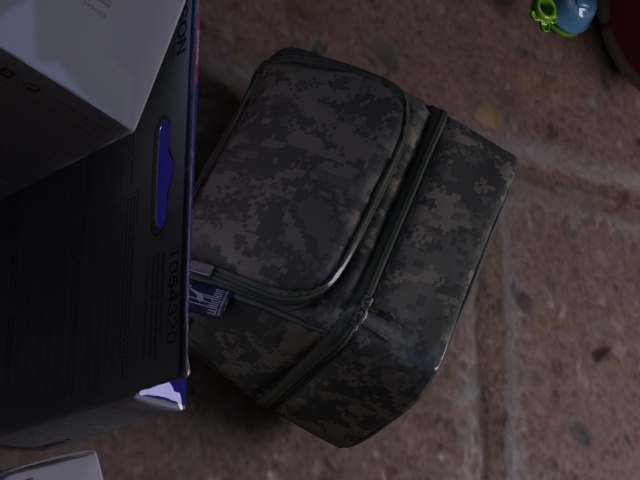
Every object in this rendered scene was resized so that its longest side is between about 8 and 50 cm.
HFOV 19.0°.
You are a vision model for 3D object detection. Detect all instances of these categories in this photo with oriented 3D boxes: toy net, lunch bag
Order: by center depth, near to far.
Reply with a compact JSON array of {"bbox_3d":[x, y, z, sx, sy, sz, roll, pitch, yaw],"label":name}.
[{"bbox_3d":[0.000,0.000,1.715,0.256,0.212,0.305,31,59,-8],"label":"lunch bag"},{"bbox_3d":[0.234,-0.335,2.083,0.122,0.045,0.232,-10,82,-37],"label":"toy net"}]

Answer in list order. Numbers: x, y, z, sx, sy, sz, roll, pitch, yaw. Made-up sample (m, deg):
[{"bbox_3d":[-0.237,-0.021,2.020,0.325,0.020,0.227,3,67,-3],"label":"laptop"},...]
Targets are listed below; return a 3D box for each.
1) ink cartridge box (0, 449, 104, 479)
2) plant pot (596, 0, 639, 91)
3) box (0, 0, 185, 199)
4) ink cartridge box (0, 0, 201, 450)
[{"bbox_3d":[-0.237,0.255,1.442,0.092,0.219,0.160,-12,85,-38],"label":"ink cartridge box"},{"bbox_3d":[0.455,-0.276,2.110,0.243,0.275,0.275,-28,95,-30],"label":"plant pot"},{"bbox_3d":[-0.260,-0.164,1.461,0.168,0.345,0.215,32,60,-26],"label":"box"},{"bbox_3d":[-0.161,-0.016,1.507,0.071,0.330,0.324,13,71,-34],"label":"ink cartridge box"}]
